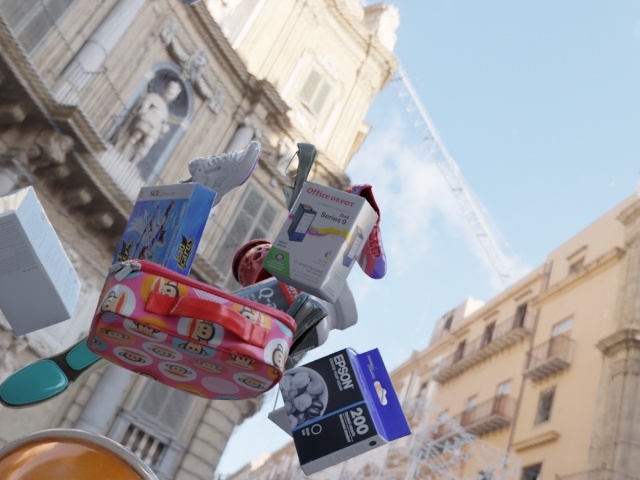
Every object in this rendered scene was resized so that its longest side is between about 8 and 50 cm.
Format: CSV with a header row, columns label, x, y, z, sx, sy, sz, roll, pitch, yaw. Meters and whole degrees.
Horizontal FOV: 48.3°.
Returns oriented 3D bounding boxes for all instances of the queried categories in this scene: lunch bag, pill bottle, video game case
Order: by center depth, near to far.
label,x,y,z,sx,sy,sz,roll,pitch,yaw
lunch bag,-0.193,0.139,1.069,0.293,0.120,0.258,22,-30,-13
video game case,-0.347,0.013,1.504,0.061,0.269,0.244,27,-17,-37
pill bottle,-0.106,0.196,1.795,0.210,0.363,0.210,159,-90,-76

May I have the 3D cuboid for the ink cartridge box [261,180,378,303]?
label,x,y,z,sx,sy,sz,roll,pitch,yaw
ink cartridge box,0.000,0.000,1.476,0.154,0.212,0.093,21,-15,31

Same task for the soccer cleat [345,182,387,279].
label,x,y,z,sx,sy,sz,roll,pitch,yaw
soccer cleat,0.120,-0.023,1.775,0.095,0.083,0.248,-15,-90,64

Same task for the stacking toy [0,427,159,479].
label,x,y,z,sx,sy,sz,roll,pitch,yaw
stacking toy,-0.416,0.482,0.912,0.351,0.350,0.480,20,9,6

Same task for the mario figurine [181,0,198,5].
label,x,y,z,sx,sy,sz,roll,pitch,yaw
mario figurine,-0.225,-0.596,1.412,0.321,0.198,0.170,-17,-46,13

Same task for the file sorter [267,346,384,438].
label,x,y,z,sx,sy,sz,roll,pitch,yaw
file sorter,0.025,0.451,2.049,0.278,0.173,0.193,-30,-62,32

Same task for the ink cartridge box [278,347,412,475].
label,x,y,z,sx,sy,sz,roll,pitch,yaw
ink cartridge box,0.039,0.303,1.327,0.208,0.206,0.045,-21,-45,0

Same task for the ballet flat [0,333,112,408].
label,x,y,z,sx,sy,sz,roll,pitch,yaw
ballet flat,-0.491,0.253,1.364,0.086,0.248,0.086,34,-42,37

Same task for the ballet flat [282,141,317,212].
label,x,y,z,sx,sy,sz,roll,pitch,yaw
ballet flat,-0.064,-0.147,1.825,0.068,0.213,0.072,14,3,-7

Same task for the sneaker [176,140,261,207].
label,x,y,z,sx,sy,sz,roll,pitch,yaw
sneaker,-0.311,-0.212,2.175,0.305,0.114,0.152,-38,-66,20

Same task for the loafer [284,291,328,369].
label,x,y,z,sx,sy,sz,roll,pitch,yaw
loafer,-0.079,0.246,1.618,0.084,0.267,0.096,31,-13,4

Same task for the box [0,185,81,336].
label,x,y,z,sx,sy,sz,roll,pitch,yaw
box,-0.835,0.057,2.012,0.168,0.215,0.345,-19,-64,-1

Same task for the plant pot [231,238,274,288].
label,x,y,z,sx,sy,sz,roll,pitch,yaw
plant pot,-0.175,0.096,2.281,0.174,0.191,0.191,40,-11,49
